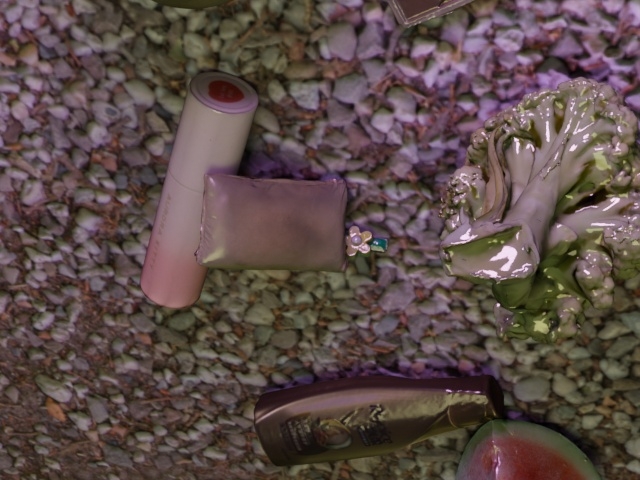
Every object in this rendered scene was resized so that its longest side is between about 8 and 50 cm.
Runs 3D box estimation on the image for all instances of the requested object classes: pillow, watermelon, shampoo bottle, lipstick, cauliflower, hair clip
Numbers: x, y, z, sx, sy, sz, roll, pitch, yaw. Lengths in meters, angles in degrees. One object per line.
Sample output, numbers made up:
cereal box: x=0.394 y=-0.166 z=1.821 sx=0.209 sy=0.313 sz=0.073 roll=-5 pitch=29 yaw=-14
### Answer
pillow: x=-0.053 y=-0.020 z=1.450 sx=0.208 sy=0.053 sz=0.119 roll=1 pitch=89 yaw=-26
watermelon: x=0.292 y=0.366 z=1.670 sx=0.207 sy=0.202 sz=0.136 roll=13 pitch=167 yaw=7
shampoo bottle: x=0.082 y=0.245 z=1.667 sx=0.350 sy=0.084 sz=0.126 roll=-11 pitch=121 yaw=20
lipstick: x=-0.159 y=-0.056 z=1.499 sx=0.087 sy=0.087 sz=0.327 roll=20 pitch=129 yaw=-1
cauliflower: x=0.260 y=-0.010 z=1.307 sx=0.260 sy=0.281 sz=0.327 roll=6 pitch=121 yaw=4
hair clip: x=0.000 y=0.001 z=1.529 sx=0.172 sy=0.049 sz=0.049 roll=4 pitch=127 yaw=10

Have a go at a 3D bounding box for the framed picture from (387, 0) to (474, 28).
framed picture: x=0.158 y=-0.348 z=1.242 sx=0.260 sy=0.023 sz=0.189 roll=-20 pitch=119 yaw=27

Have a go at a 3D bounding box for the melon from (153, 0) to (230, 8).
melon: x=-0.118 y=-0.369 z=1.152 sx=0.271 sy=0.272 sz=0.308 roll=22 pitch=125 yaw=-2
